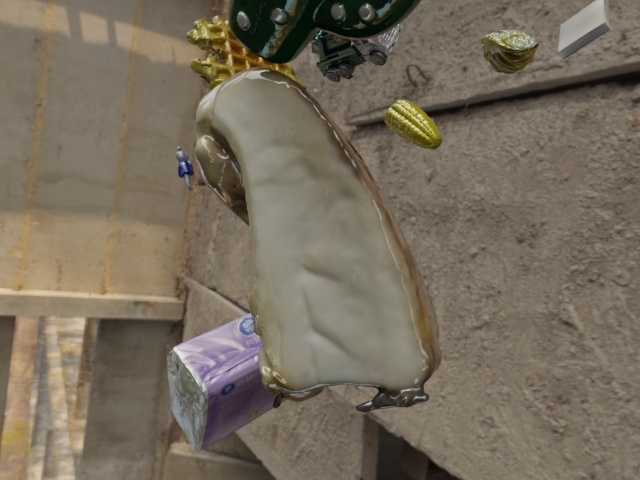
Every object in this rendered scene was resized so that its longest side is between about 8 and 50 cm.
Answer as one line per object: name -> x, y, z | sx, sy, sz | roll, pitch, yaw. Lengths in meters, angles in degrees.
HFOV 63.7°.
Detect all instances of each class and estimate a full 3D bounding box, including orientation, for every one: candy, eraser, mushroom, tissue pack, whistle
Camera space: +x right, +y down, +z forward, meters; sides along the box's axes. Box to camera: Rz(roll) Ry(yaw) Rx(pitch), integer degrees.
candy -> 0.273, -0.321, 1.462 | 0.094, 0.106, 0.199 | -42, 51, 1
eraser -> 0.566, -0.459, 1.107 | 0.103, 0.023, 0.150 | -30, 24, 44
mushroom -> 0.007, -0.023, 0.673 | 0.224, 0.313, 0.398 | -19, 94, 20
tissue pack -> -0.166, 0.288, 1.165 | 0.160, 0.338, 0.242 | 43, 135, 32
whistle -> -0.247, -0.132, 0.943 | 0.033, 0.029, 0.084 | 70, -175, -79

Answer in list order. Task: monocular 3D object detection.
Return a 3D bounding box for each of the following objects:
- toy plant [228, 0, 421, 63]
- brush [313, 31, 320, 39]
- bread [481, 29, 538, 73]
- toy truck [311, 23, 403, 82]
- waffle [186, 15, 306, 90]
toy plant -> -0.014, -0.284, 0.464 | 0.243, 0.112, 0.233 | -17, 112, 41
brush -> -0.045, -0.813, 2.029 | 0.193, 0.016, 0.063 | -18, 102, 35
bread -> 0.418, -0.426, 1.167 | 0.094, 0.082, 0.157 | 76, 175, -49
toy truck -> 0.063, -0.434, 1.112 | 0.215, 0.116, 0.110 | 4, 65, 53
waffle -> -0.154, -0.370, 1.089 | 0.056, 0.261, 0.250 | -43, 8, 44
